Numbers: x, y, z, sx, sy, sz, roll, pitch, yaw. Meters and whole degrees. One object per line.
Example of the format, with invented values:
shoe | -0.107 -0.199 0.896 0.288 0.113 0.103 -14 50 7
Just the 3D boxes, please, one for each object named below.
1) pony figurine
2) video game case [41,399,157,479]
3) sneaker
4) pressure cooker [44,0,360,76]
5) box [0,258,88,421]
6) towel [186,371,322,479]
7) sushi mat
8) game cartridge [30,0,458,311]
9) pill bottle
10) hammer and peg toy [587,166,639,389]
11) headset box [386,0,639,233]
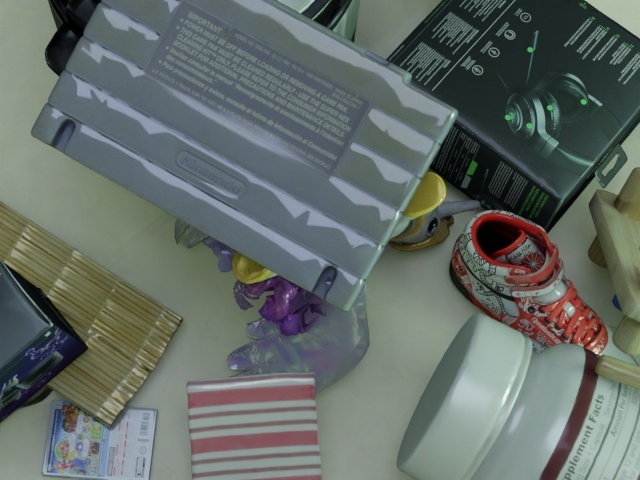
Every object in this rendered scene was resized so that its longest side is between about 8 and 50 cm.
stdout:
pony figurine | 0.000 0.000 1.668 0.351 0.363 0.303 -23 79 7
video game case | -0.251 0.229 1.725 0.122 0.011 0.087 5 72 0
sneaker | 0.259 0.075 1.714 0.270 0.145 0.090 42 72 15
pressure cooker | -0.125 -0.312 1.696 0.375 0.420 0.370 -5 75 -3
box | -0.396 0.153 1.638 0.261 0.184 0.103 -40 76 -5
towel | -0.071 0.240 1.671 0.144 0.029 0.197 -3 103 -2
sushi mat | -0.325 0.073 1.764 0.316 0.019 0.151 32 73 11
game cartridge | -0.072 -0.116 1.456 0.355 0.068 0.230 30 91 5
pill bottle | 0.294 0.248 1.600 0.392 0.224 0.224 28 73 0
hammer and peg toy | 0.422 0.070 1.619 0.265 0.127 0.361 20 28 -9
headset box | 0.242 -0.171 1.798 0.283 0.131 0.246 37 66 10
